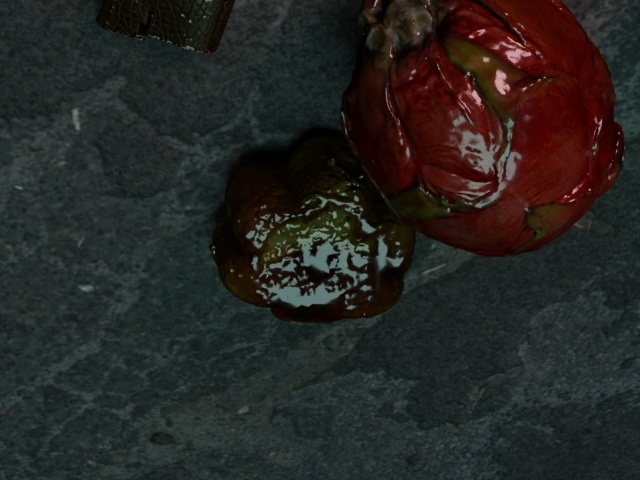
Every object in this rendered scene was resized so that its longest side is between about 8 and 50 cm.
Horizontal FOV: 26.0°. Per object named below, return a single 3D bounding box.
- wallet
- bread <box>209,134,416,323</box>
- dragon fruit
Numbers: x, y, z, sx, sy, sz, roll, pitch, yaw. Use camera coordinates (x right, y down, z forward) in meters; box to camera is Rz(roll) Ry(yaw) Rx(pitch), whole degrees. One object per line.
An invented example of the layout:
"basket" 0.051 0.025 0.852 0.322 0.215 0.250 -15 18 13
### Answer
"wallet" -0.128 -0.291 1.364 0.133 0.039 0.243 11 134 -19
"bread" -0.006 -0.010 1.607 0.247 0.135 0.232 1 123 -4
"dragon fruit" 0.165 -0.129 1.402 0.277 0.277 0.342 -31 144 24
